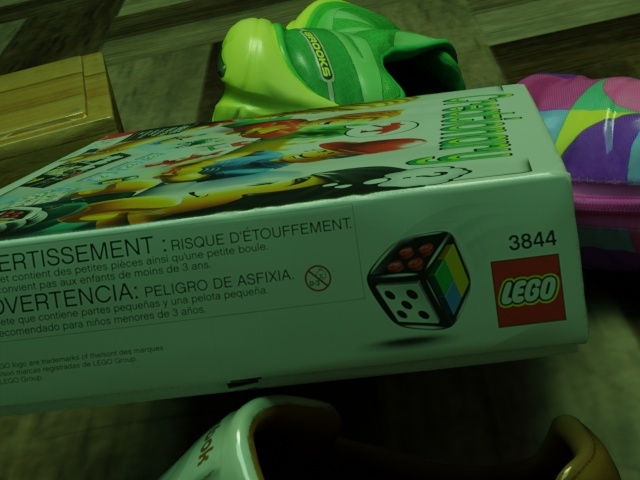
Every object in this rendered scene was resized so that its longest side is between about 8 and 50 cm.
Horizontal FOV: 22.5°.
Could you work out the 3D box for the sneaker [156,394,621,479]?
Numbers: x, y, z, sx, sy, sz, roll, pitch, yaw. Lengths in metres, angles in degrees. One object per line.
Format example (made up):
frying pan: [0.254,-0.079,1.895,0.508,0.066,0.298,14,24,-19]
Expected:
sneaker: [-0.046,0.101,0.462,0.290,0.123,0.106,-10,22,13]

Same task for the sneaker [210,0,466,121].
sneaker: [0.022,-0.073,0.917,0.123,0.109,0.295,15,14,9]

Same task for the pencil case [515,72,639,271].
pencil case: [0.184,-0.026,0.692,0.236,0.104,0.104,4,26,44]

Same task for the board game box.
board game box: [-0.014,-0.009,0.570,0.193,0.053,0.305,-7,9,6]

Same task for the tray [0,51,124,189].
tray: [-0.331,-0.025,1.058,0.411,0.076,0.203,-16,20,-5]
